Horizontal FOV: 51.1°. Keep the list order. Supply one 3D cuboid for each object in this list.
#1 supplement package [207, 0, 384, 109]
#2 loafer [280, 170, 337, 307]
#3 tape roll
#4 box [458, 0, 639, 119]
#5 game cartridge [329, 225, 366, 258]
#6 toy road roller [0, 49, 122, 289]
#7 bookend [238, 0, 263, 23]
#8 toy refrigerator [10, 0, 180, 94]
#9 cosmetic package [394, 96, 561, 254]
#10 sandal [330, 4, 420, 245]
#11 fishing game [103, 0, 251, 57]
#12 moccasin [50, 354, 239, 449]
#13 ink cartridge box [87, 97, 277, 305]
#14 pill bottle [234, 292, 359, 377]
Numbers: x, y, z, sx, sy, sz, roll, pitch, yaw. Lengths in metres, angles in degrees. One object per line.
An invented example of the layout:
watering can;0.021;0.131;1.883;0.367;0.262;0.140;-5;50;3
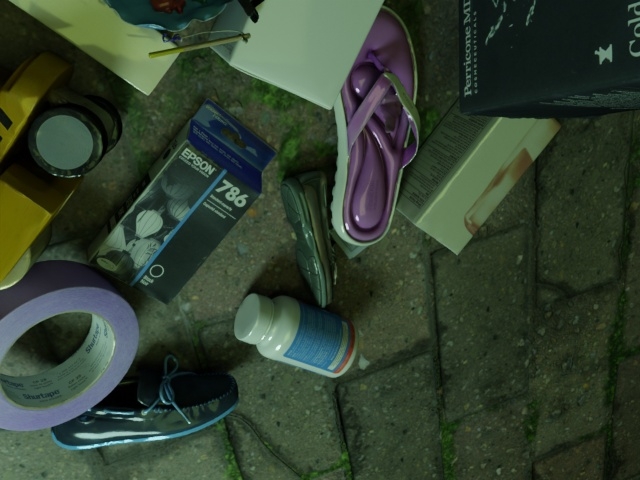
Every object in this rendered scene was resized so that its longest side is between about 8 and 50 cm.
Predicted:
supplement package;-0.020;-0.374;0.983;0.175;0.177;0.292;18;107;-28
loafer;0.000;0.000;1.232;0.084;0.096;0.267;-24;119;-20
tape roll;-0.440;0.171;1.088;0.275;0.090;0.274;-27;135;-30
box;0.425;-0.424;0.885;0.298;0.472;0.479;-3;95;-18
game cartridge;0.056;-0.008;1.292;0.056;0.017;0.083;-36;122;3
toy road roller;-0.452;-0.120;0.940;0.241;0.202;0.329;34;99;-16
bookend;-0.070;-0.387;0.834;0.157;0.072;0.156;-36;99;7
toy refrigerator;-0.337;-0.320;0.932;0.270;0.102;0.094;33;100;-31
cosmetic package;0.273;-0.142;1.230;0.129;0.153;0.296;33;101;-30
sandal;0.109;-0.187;1.150;0.169;0.102;0.416;-9;111;-28
fishing game;-0.207;-0.359;0.894;0.189;0.264;0.041;-12;157;-15
moccasin;-0.320;0.295;1.227;0.342;0.138;0.116;-11;114;-17
ink cartridge box;-0.227;-0.059;1.130;0.165;0.065;0.332;35;98;-31
pill bottle;-0.047;0.177;1.280;0.222;0.124;0.124;24;104;-30
